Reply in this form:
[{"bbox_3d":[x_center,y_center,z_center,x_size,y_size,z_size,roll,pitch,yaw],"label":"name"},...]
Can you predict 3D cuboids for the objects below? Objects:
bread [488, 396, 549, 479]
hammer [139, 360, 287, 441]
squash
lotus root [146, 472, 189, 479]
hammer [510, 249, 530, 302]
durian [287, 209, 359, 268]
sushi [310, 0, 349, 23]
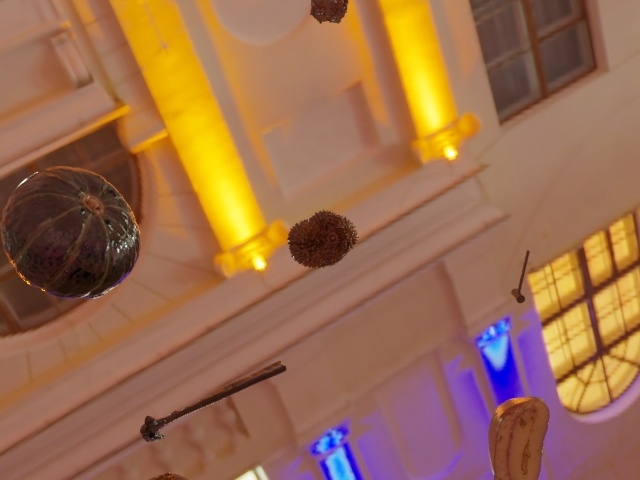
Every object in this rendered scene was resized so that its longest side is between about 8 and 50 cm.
[{"bbox_3d":[0.264,0.266,1.304,0.067,0.119,0.192,17,180,7],"label":"bread"},{"bbox_3d":[-0.191,0.286,1.750,0.297,0.125,0.027,-24,-111,-24],"label":"hammer"},{"bbox_3d":[-0.449,-0.016,1.734,0.165,0.252,0.252,-46,-162,31],"label":"squash"},{"bbox_3d":[-0.277,0.498,1.547,0.199,0.188,0.180,-52,164,21],"label":"lotus root"},{"bbox_3d":[0.410,0.071,1.945,0.019,0.110,0.035,5,-158,-13],"label":"hammer"},{"bbox_3d":[0.000,0.000,2.230,0.158,0.136,0.168,3,170,-19],"label":"durian"},{"bbox_3d":[0.020,-0.553,2.180,0.091,0.150,0.078,7,-109,-1],"label":"sushi"}]
